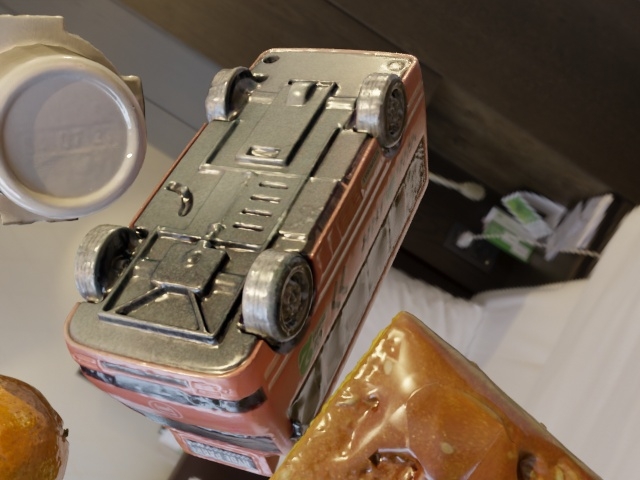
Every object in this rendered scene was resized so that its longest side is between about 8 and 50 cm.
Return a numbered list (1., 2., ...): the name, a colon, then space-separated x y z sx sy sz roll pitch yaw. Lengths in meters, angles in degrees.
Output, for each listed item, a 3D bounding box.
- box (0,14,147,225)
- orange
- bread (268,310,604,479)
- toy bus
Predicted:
1. box: -0.327 -0.150 0.992 0.262 0.291 0.206 -48 29 -11
2. orange: -0.445 0.287 1.138 0.193 0.219 0.219 -4 -43 -48
3. bread: 0.087 0.190 0.568 0.184 0.234 0.110 -50 -3 -8
4. toy bus: -0.044 0.000 0.820 0.427 0.203 0.233 -61 -32 -37
